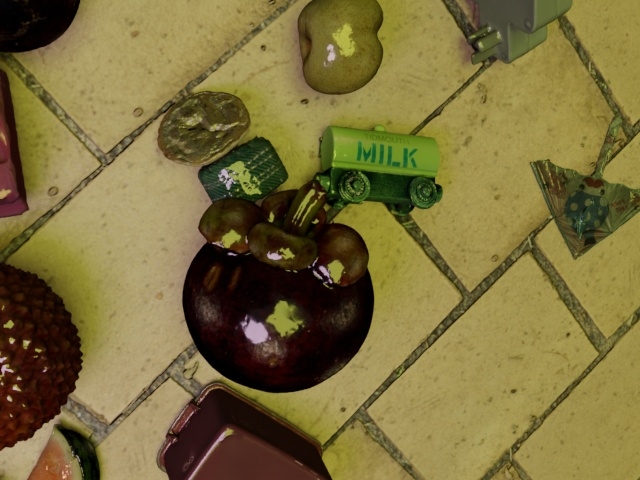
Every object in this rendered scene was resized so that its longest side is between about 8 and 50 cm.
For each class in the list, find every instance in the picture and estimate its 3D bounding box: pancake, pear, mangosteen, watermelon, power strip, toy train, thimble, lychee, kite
[{"bbox_3d":[-0.189,-0.181,1.005,0.158,0.158,0.028,-34,150,-11],"label":"pancake"},{"bbox_3d":[0.033,-0.326,1.028,0.136,0.167,0.167,-7,100,-20],"label":"pear"},{"bbox_3d":[-0.466,-0.367,0.849,0.265,0.228,0.228,-10,102,13],"label":"mangosteen"},{"bbox_3d":[-0.442,0.430,1.041,0.119,0.063,0.245,20,96,-1],"label":"watermelon"},{"bbox_3d":[0.312,-0.434,1.079,0.141,0.229,0.261,-31,140,-7],"label":"power strip"},{"bbox_3d":[0.106,-0.132,1.116,0.253,0.105,0.157,2,83,-19],"label":"toy train"},{"bbox_3d":[-0.128,-0.109,1.029,0.135,0.118,0.090,-31,107,-9],"label":"thimble"},{"bbox_3d":[-0.060,0.065,0.968,0.306,0.307,0.347,-3,126,-17],"label":"mangosteen"},{"bbox_3d":[-0.483,0.166,0.882,0.275,0.304,0.276,20,53,-30],"label":"lychee"},{"bbox_3d":[0.579,-0.112,1.309,0.335,0.011,0.314,13,93,-19],"label":"kite"}]

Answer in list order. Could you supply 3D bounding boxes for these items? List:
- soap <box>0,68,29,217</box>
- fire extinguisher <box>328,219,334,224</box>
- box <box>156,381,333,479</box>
[{"bbox_3d":[-0.609,-0.128,0.842,0.359,0.128,0.233,-10,83,-16],"label":"soap"},{"bbox_3d":[0.000,0.000,1.135,0.083,0.025,0.038,-47,145,-6],"label":"fire extinguisher"},{"bbox_3d":[-0.122,0.403,1.078,0.294,0.167,0.193,37,84,-19],"label":"box"}]
